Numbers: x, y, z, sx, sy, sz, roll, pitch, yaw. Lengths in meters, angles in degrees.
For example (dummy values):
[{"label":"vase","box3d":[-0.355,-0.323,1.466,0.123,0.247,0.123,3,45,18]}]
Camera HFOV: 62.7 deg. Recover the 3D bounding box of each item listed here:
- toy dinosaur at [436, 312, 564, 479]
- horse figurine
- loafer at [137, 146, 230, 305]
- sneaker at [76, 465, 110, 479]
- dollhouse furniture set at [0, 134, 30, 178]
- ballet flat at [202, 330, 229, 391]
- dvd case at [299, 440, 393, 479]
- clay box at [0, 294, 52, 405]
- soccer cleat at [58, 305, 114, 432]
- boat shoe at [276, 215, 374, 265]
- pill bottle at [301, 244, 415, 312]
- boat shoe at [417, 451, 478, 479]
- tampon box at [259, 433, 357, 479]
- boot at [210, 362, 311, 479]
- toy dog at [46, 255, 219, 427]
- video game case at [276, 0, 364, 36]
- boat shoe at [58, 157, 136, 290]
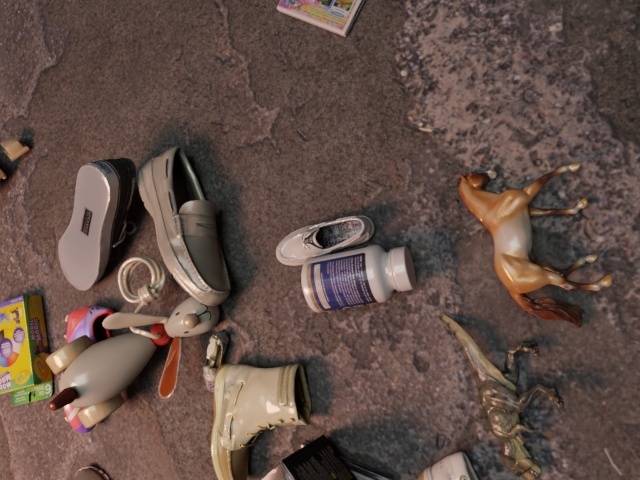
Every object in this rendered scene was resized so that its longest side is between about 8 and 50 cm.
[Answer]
[{"label":"toy dinosaur","box3d":[0.275,0.211,0.767,0.118,0.064,0.268,-30,71,23]},{"label":"horse figurine","box3d":[0.310,0.002,0.771,0.174,0.066,0.263,-11,78,15]},{"label":"loafer","box3d":[-0.242,-0.032,0.971,0.111,0.112,0.320,-37,72,23]},{"label":"sneaker","box3d":[-0.435,0.509,1.015,0.061,0.065,0.158,-47,70,11]},{"label":"dollhouse furniture set","box3d":[-0.882,-0.138,1.280,0.355,0.174,0.303,-41,55,-17]},{"label":"ballet flat","box3d":[-0.198,0.222,0.965,0.041,0.041,0.114,11,89,23]},{"label":"dvd case","box3d":[0.016,0.467,0.864,0.164,0.018,0.221,13,90,24]},{"label":"clay box","box3d":[-0.655,0.241,1.139,0.127,0.053,0.222,-18,77,20]},{"label":"soccer cleat","box3d":[-0.457,0.254,1.047,0.095,0.083,0.248,-8,79,16]},{"label":"boat shoe","box3d":[0.000,0.000,0.895,0.184,0.063,0.066,-11,81,20]},{"label":"pill bottle","box3d":[0.063,0.059,0.847,0.169,0.094,0.094,-12,80,21]},{"label":"boat shoe","box3d":[0.252,0.430,0.730,0.096,0.098,0.277,-41,70,14]},{"label":"tampon box","box3d":[-0.034,0.389,0.796,0.120,0.161,0.101,-46,69,12]},{"label":"boot","box3d":[-0.098,0.317,0.896,0.165,0.077,0.213,-6,79,19]},{"label":"toy dog","box3d":[-0.351,0.206,0.931,0.220,0.161,0.334,38,96,-4]},{"label":"video game case","box3d":[0.014,-0.465,0.964,0.157,0.019,0.143,30,96,21]},{"label":"boat shoe","box3d":[-0.439,-0.033,1.052,0.113,0.105,0.306,30,120,14]}]
